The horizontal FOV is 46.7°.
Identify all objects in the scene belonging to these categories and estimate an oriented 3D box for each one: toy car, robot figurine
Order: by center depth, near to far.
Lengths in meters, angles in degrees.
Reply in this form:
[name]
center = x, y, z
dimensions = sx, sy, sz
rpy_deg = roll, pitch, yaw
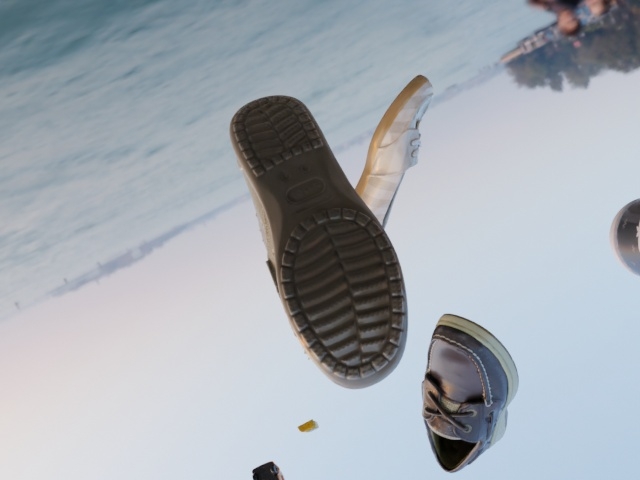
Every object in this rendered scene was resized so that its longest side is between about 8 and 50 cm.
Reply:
[toy car]
center = -0.033, 0.288, 0.945
dimensions = 0.122, 0.060, 0.040
rpy_deg = -44, 154, 5
[robot figurine]
center = 0.671, -0.008, 1.400
dimensions = 0.209, 0.173, 0.278
rpy_deg = -45, -176, -6

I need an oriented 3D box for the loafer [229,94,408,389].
[loafer]
center = 0.000, 0.000, 0.634
dimensions = 0.102, 0.268, 0.092
rpy_deg = -19, 158, -3

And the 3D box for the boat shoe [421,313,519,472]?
[boat shoe]
center = 0.090, 0.104, 0.467
dimensions = 0.056, 0.152, 0.049
rpy_deg = 23, -120, 33

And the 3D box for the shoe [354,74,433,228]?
[shoe]
center = 0.081, -0.085, 0.838
dimensions = 0.076, 0.058, 0.219
rpy_deg = -46, 165, -54
